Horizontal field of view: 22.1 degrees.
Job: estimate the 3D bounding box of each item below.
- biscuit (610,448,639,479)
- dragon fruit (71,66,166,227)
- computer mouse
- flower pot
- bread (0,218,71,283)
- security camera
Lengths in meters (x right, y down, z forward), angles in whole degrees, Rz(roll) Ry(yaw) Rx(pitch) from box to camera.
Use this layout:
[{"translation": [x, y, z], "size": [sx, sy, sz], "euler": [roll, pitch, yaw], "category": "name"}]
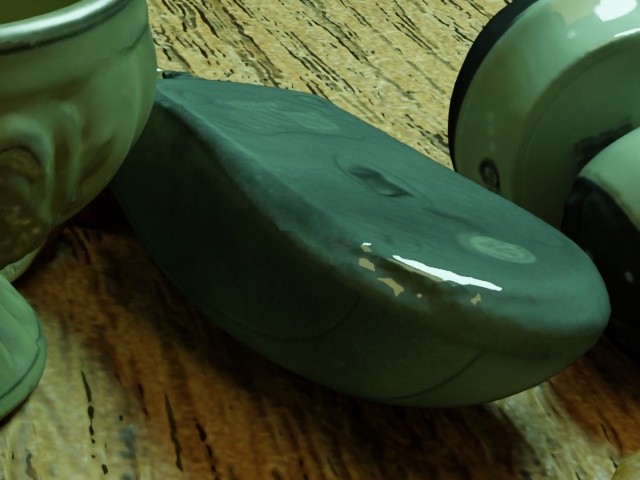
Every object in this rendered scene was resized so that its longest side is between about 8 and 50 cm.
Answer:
[{"translation": [0.293, 0.156, 0.774], "size": [0.324, 0.049, 0.205], "euler": [14, 35, 23], "category": "biscuit"}, {"translation": [-0.145, -0.064, 1.129], "size": [0.092, 0.122, 0.192], "euler": [44, 13, -20], "category": "dragon fruit"}, {"translation": [0.000, 0.000, 0.944], "size": [0.188, 0.121, 0.371], "euler": [2, 26, -42], "category": "computer mouse"}, {"translation": [-0.234, -0.038, 0.819], "size": [0.308, 0.244, 0.307], "euler": [6, 27, -3], "category": "flower pot"}, {"translation": [-0.180, -0.015, 0.995], "size": [0.049, 0.062, 0.103], "euler": [32, 27, -3], "category": "bread"}, {"translation": [0.213, -0.033, 1.016], "size": [0.191, 0.197, 0.277], "euler": [-27, 38, -8], "category": "security camera"}]
